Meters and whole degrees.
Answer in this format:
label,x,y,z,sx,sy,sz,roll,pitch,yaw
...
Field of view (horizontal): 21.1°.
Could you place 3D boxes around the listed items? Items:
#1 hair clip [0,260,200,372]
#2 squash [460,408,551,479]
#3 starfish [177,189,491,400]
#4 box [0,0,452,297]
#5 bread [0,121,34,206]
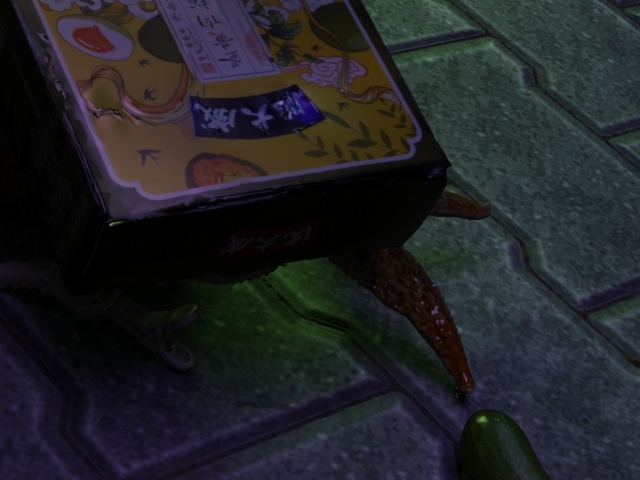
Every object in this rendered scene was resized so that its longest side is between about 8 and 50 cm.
label,x,y,z,sx,sy,sz,roll,pitch,yaw
hair clip,-0.219,0.054,1.666,0.226,0.072,0.034,24,35,5
squash,0.195,0.246,1.625,0.077,0.068,0.219,-1,41,-36
starfish,0.006,-0.010,1.801,0.384,0.132,0.398,30,27,-17
box,-0.127,-0.168,1.670,0.373,0.138,0.420,-8,59,-31
bread,-0.277,-0.153,1.808,0.314,0.192,0.171,-5,41,-33
